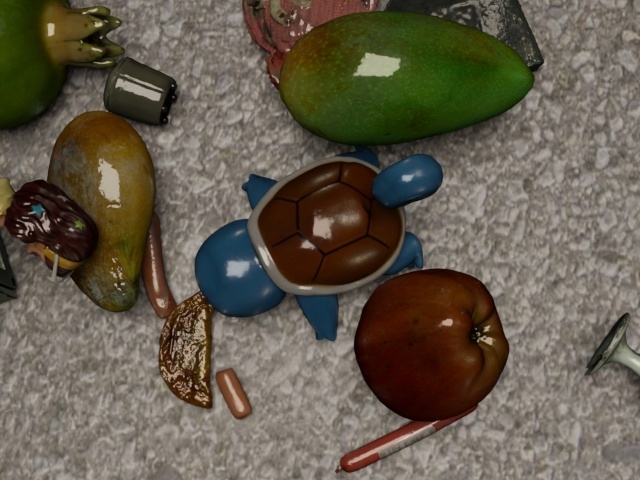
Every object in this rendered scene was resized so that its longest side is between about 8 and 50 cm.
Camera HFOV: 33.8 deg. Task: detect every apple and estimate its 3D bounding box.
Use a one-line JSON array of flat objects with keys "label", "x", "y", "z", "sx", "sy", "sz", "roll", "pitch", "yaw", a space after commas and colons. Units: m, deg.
[{"label": "apple", "x": 0.163, "y": 0.154, "z": 1.548, "sx": 0.234, "sy": 0.234, "sz": 0.234, "roll": 0, "pitch": 80, "yaw": 2}]

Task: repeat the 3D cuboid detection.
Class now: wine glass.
[{"label": "wine glass", "x": 0.527, "y": 0.218, "z": 1.577, "sx": 0.241, "sy": 0.126, "sz": 0.126, "roll": 34, "pitch": 83, "yaw": 9}]

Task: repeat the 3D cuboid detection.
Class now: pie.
[{"label": "pie", "x": -0.209, "y": 0.166, "z": 1.652, "sx": 0.088, "sy": 0.033, "sz": 0.191, "roll": 3, "pitch": 82, "yaw": -8}]

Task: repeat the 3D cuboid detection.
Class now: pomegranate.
[{"label": "pomegranate", "x": -0.498, "y": -0.337, "z": 1.645, "sx": 0.359, "sy": 0.216, "sz": 0.309, "roll": 2, "pitch": 69, "yaw": 14}]

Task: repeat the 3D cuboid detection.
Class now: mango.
[{"label": "mango", "x": 0.126, "y": -0.242, "z": 1.575, "sx": 0.382, "sy": 0.225, "sz": 0.201, "roll": 0, "pitch": 74, "yaw": 3}, {"label": "mango", "x": -0.335, "y": -0.044, "z": 1.631, "sx": 0.193, "sy": 0.146, "sz": 0.316, "roll": -13, "pitch": 83, "yaw": 39}]

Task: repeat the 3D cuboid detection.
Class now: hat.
[{"label": "hat", "x": -0.024, "y": -0.365, "z": 1.708, "sx": 0.237, "sy": 0.107, "sz": 0.286, "roll": 10, "pitch": 75, "yaw": 14}]

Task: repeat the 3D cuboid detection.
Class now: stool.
[{"label": "stool", "x": -0.290, "y": -0.238, "z": 1.703, "sx": 0.110, "sy": 0.096, "sz": 0.096, "roll": 21, "pitch": 81, "yaw": 0}]

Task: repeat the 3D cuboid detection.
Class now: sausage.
[{"label": "sausage", "x": -0.135, "y": 0.238, "z": 1.639, "sx": 0.034, "sy": 0.034, "sz": 0.083, "roll": -26, "pitch": 82, "yaw": -3}, {"label": "sausage", "x": -0.264, "y": 0.037, "z": 1.677, "sx": 0.040, "sy": 0.047, "sz": 0.176, "roll": -19, "pitch": 77, "yaw": 31}, {"label": "sausage", "x": 0.135, "y": 0.297, "z": 1.620, "sx": 0.253, "sy": 0.034, "sz": 0.034, "roll": -25, "pitch": 80, "yaw": -3}]

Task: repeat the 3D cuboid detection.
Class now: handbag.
[{"label": "handbag", "x": 0.217, "y": -0.329, "z": 1.712, "sx": 0.270, "sy": 0.088, "sz": 0.175, "roll": -12, "pitch": 87, "yaw": 0}]

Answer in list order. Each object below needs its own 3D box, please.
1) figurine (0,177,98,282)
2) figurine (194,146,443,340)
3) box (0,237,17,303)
[{"label": "figurine", "x": -0.435, "y": -0.040, "z": 1.518, "sx": 0.240, "sy": 0.174, "sz": 0.115, "roll": 28, "pitch": 104, "yaw": 0}, {"label": "figurine", "x": 0.018, "y": -0.008, "z": 1.609, "sx": 0.416, "sy": 0.243, "sz": 0.298, "roll": -27, "pitch": 89, "yaw": 18}, {"label": "box", "x": -0.574, "y": -0.011, "z": 1.601, "sx": 0.117, "sy": 0.225, "sz": 0.225, "roll": -21, "pitch": 80, "yaw": -2}]
